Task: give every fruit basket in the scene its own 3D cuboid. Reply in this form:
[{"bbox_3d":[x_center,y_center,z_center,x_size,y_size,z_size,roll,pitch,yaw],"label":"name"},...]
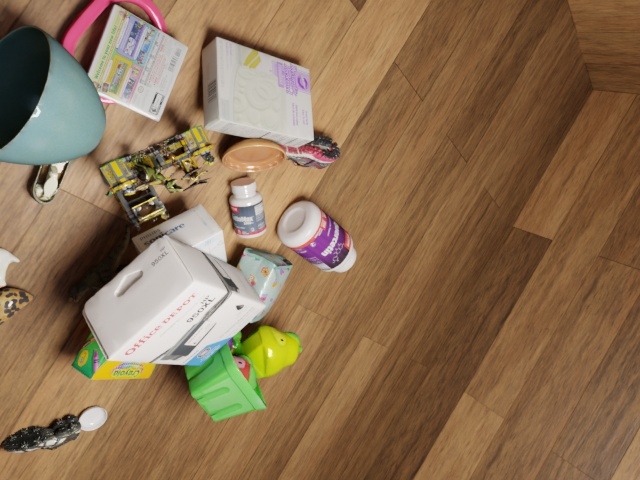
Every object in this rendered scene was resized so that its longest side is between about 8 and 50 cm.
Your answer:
[{"bbox_3d":[-0.252,0.374,1.530,0.392,0.392,0.283,-39,130,-21],"label":"fruit basket"}]

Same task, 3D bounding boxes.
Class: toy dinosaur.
[{"bbox_3d":[-0.600,0.093,1.313,0.118,0.064,0.268,44,76,-29],"label":"toy dinosaur"}]

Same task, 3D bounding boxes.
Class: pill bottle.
[{"bbox_3d":[-0.241,-0.108,1.497,0.108,0.108,0.180,-24,123,-31],"label":"pill bottle"},{"bbox_3d":[0.000,0.000,1.701,0.323,0.181,0.181,37,84,-44],"label":"pill bottle"}]

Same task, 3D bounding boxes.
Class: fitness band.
[{"bbox_3d":[-0.508,-0.483,1.140,0.291,0.054,0.209,-55,131,-8],"label":"fitness band"}]

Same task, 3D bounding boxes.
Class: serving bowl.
[{"bbox_3d":[-0.726,0.561,1.448,0.083,0.027,0.083,-19,121,-34],"label":"serving bowl"}]

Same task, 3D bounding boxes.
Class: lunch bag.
[{"bbox_3d":[-0.211,0.152,1.605,0.223,0.160,0.262,-66,167,3],"label":"lunch bag"}]

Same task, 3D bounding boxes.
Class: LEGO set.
[{"bbox_3d":[-0.415,-0.153,1.226,0.331,0.255,0.192,-35,106,-34],"label":"LEGO set"}]

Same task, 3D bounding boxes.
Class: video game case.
[{"bbox_3d":[-0.460,-0.437,1.144,0.193,0.023,0.212,19,96,-41],"label":"video game case"}]

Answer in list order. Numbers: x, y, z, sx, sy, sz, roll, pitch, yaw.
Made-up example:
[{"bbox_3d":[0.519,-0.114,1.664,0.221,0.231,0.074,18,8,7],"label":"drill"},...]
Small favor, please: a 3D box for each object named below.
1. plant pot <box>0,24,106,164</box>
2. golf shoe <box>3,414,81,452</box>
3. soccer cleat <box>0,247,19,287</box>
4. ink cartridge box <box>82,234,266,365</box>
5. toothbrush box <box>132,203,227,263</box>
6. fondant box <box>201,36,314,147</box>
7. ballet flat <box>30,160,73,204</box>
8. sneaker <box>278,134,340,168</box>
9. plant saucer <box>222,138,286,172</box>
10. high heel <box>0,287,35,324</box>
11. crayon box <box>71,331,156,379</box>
[{"bbox_3d":[-0.602,-0.286,1.010,0.290,0.290,0.195,-62,150,0],"label":"plant pot"},{"bbox_3d":[-0.819,0.596,1.353,0.198,0.077,0.093,-7,127,-28],"label":"golf shoe"},{"bbox_3d":[-0.814,0.110,1.103,0.076,0.068,0.196,34,62,-29],"label":"soccer cleat"},{"bbox_3d":[-0.370,0.183,1.231,0.285,0.166,0.395,-42,155,3],"label":"ink cartridge box"},{"bbox_3d":[-0.400,0.065,1.352,0.216,0.126,0.295,-31,153,-26],"label":"toothbrush box"},{"bbox_3d":[-0.179,-0.425,1.348,0.330,0.096,0.238,2,81,-42],"label":"fondant box"},{"bbox_3d":[-0.656,-0.187,1.134,0.072,0.068,0.213,19,96,-43],"label":"ballet flat"},{"bbox_3d":[-0.079,-0.304,1.550,0.299,0.112,0.120,12,60,-32],"label":"sneaker"},{"bbox_3d":[-0.206,-0.266,1.418,0.200,0.200,0.037,3,73,-41],"label":"plant saucer"},{"bbox_3d":[-0.829,0.253,1.168,0.186,0.093,0.261,-7,105,-31],"label":"high heel"},{"bbox_3d":[-0.569,0.316,1.344,0.165,0.081,0.278,-62,162,-8],"label":"crayon box"}]
